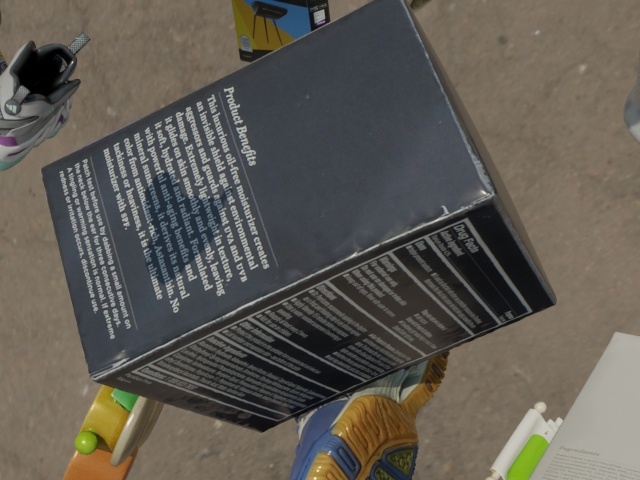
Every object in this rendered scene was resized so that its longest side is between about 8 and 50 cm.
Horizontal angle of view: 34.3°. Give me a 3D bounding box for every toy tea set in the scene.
[{"bbox_3d":[-0.223,0.159,0.979,0.124,0.336,0.200,25,111,-2],"label":"toy tea set"}]

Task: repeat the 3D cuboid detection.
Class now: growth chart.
[{"bbox_3d":[0.320,0.315,1.287,0.237,0.021,0.172,37,54,-5],"label":"growth chart"}]

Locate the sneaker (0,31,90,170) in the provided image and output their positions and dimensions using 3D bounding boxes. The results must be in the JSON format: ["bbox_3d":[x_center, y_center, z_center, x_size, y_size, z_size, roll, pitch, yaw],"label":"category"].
[{"bbox_3d":[-0.132,-0.079,0.507,0.038,0.069,0.098,37,28,-16],"label":"sneaker"}]

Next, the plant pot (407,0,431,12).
[{"bbox_3d":[0.152,-0.578,1.609,0.334,0.334,0.305,-42,89,-24],"label":"plant pot"}]

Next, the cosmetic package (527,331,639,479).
[{"bbox_3d":[0.303,0.265,1.014,0.365,0.155,0.196,-39,131,-49],"label":"cosmetic package"}]

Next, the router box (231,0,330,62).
[{"bbox_3d":[-0.057,-0.320,1.512,0.046,0.179,0.133,-27,121,-34],"label":"router box"}]

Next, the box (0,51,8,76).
[{"bbox_3d":[-0.360,-0.215,1.010,0.054,0.169,0.059,-32,73,-12],"label":"box"}]

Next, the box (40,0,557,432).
[{"bbox_3d":[0.000,0.000,0.813,0.294,0.296,0.182,-24,67,12],"label":"box"}]

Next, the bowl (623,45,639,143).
[{"bbox_3d":[0.379,-0.176,0.800,0.298,0.298,0.134,-29,117,-23],"label":"bowl"}]

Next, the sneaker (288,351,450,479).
[{"bbox_3d":[0.022,0.168,0.975,0.111,0.131,0.296,64,37,-25],"label":"sneaker"}]
